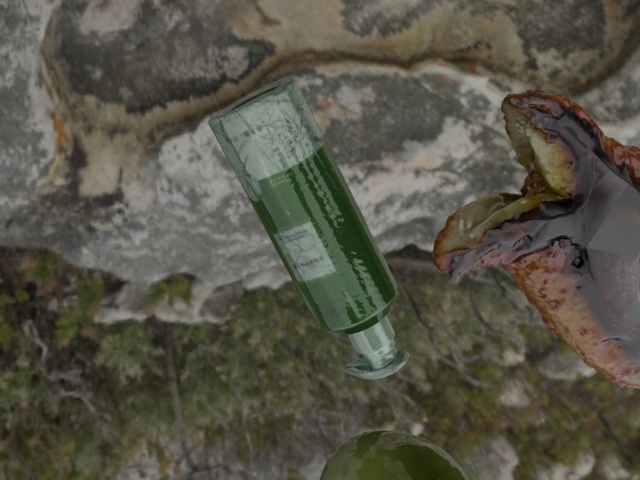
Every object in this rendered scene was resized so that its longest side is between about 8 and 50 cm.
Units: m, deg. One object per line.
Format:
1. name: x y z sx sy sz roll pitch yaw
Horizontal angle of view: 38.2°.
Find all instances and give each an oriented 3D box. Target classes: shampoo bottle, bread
1. shampoo bottle: 0.000 0.000 0.597 0.065 0.065 0.205 -27 106 3
2. bread: 0.179 0.005 0.601 0.268 0.095 0.139 30 84 -28

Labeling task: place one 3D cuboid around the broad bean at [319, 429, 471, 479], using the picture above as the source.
1. broad bean: 0.053 0.182 0.477 0.124 0.175 0.082 30 133 -20
